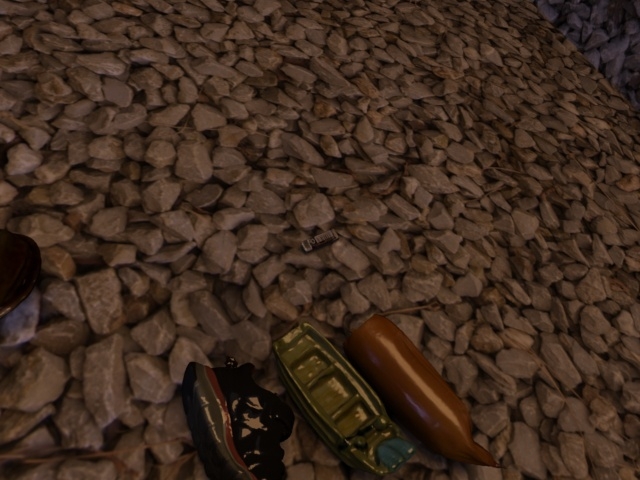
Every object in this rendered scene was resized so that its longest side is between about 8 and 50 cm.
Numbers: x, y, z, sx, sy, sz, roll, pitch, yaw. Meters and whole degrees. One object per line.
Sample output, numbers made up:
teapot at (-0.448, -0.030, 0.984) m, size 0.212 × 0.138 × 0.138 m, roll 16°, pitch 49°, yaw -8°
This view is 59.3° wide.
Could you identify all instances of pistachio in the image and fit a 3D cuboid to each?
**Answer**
pistachio at (-0.511, 0.049, 0.846) m, size 0.165 × 0.131 × 0.210 m, roll 8°, pitch 33°, yaw -5°

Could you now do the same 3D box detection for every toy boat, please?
toy boat at (0.028, 0.263, 0.912) m, size 0.111 × 0.084 × 0.276 m, roll -29°, pitch 63°, yaw -34°

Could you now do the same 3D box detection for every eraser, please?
eraser at (0.000, 0.000, 1.160) m, size 0.099 × 0.019 × 0.027 m, roll -24°, pitch 78°, yaw -34°

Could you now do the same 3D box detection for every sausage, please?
sausage at (0.169, 0.265, 0.942) m, size 0.112 × 0.112 × 0.328 m, roll -29°, pitch 67°, yaw -37°

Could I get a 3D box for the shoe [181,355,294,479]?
shoe at (-0.099, 0.294, 0.819) m, size 0.137 × 0.114 × 0.291 m, roll -10°, pitch 52°, yaw -35°
